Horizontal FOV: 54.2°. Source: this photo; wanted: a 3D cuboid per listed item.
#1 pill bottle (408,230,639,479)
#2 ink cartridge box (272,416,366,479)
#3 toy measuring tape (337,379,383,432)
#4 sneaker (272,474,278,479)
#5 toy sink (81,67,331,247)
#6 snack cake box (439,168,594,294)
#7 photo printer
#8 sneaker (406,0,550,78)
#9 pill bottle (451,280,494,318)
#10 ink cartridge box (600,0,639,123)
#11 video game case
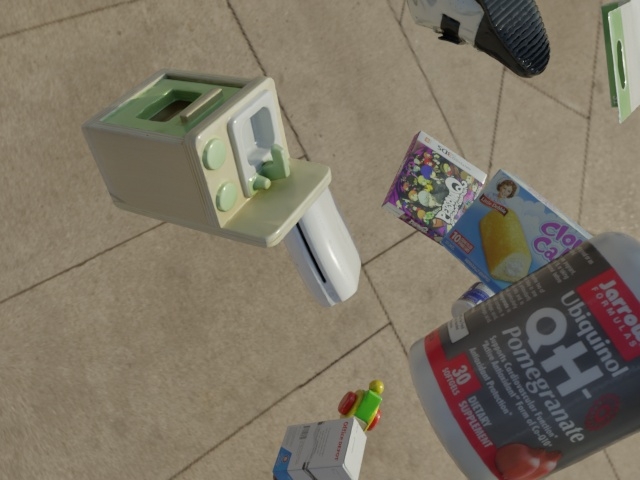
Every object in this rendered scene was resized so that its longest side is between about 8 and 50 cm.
[{"bbox_3d":[0.261,0.102,0.608,0.319,0.176,0.176,-34,101,15],"label":"pill bottle"},{"bbox_3d":[0.000,0.506,1.483,0.082,0.191,0.139,62,29,-27],"label":"ink cartridge box"},{"bbox_3d":[0.073,0.525,1.734,0.121,0.121,0.330,35,87,-20],"label":"toy measuring tape"},{"bbox_3d":[-0.028,0.576,1.563,0.189,0.071,0.066,-22,113,-3],"label":"sneaker"},{"bbox_3d":[-0.126,-0.107,0.727,0.152,0.234,0.131,-51,145,-38],"label":"toy sink"},{"bbox_3d":[0.332,0.032,0.943,0.264,0.152,0.089,47,22,29],"label":"snack cake box"},{"bbox_3d":[0.000,0.000,1.414,0.107,0.307,0.255,-23,100,11],"label":"photo printer"},{"bbox_3d":[0.231,-0.380,1.021,0.122,0.146,0.330,-40,89,-31],"label":"sneaker"},{"bbox_3d":[0.506,0.191,1.966,0.187,0.112,0.112,-35,98,-35],"label":"pill bottle"},{"bbox_3d":[0.487,-0.297,1.008,0.235,0.056,0.171,-32,114,-40],"label":"ink cartridge box"},{"bbox_3d":[0.282,-0.122,1.527,0.210,0.042,0.232,32,65,-10],"label":"video game case"}]
